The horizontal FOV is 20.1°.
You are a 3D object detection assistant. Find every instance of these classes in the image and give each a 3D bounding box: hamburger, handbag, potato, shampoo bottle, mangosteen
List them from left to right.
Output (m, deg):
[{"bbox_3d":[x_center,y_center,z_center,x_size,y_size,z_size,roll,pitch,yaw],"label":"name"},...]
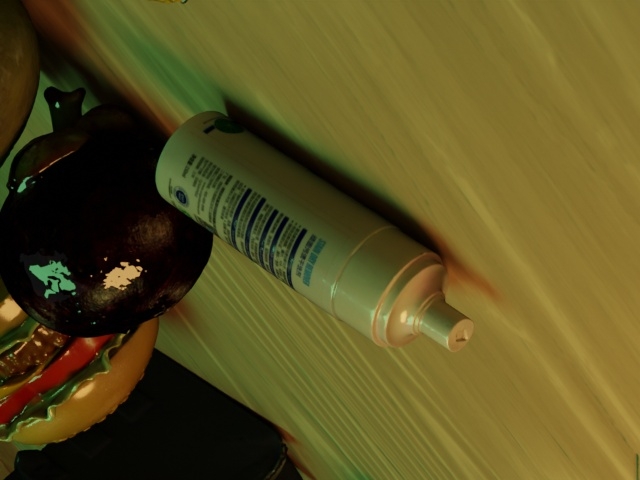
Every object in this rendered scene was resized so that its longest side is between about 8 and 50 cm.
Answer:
[{"bbox_3d":[-0.325,-0.120,1.673,0.112,0.269,0.255,30,155,-14],"label":"potato"},{"bbox_3d":[-0.316,0.118,2.105,0.212,0.274,0.274,48,161,-20],"label":"hamburger"},{"bbox_3d":[-0.215,-0.033,1.710,0.211,0.211,0.250,118,132,-71],"label":"mangosteen"},{"bbox_3d":[-0.218,0.312,2.237,0.329,0.303,0.122,29,153,39],"label":"handbag"},{"bbox_3d":[0.000,0.000,1.459,0.303,0.092,0.092,33,158,30],"label":"shampoo bottle"}]

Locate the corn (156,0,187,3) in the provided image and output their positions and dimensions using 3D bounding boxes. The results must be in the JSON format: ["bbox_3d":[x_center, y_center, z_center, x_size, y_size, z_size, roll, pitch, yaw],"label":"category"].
[{"bbox_3d":[-0.143,-0.278,1.168,0.101,0.101,0.310,20,146,52],"label":"corn"}]
